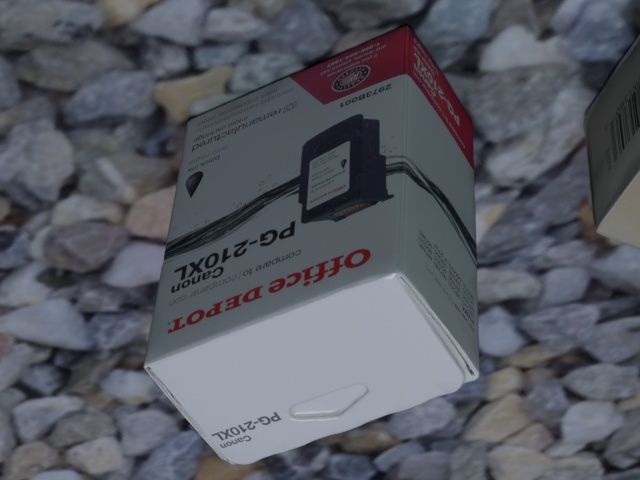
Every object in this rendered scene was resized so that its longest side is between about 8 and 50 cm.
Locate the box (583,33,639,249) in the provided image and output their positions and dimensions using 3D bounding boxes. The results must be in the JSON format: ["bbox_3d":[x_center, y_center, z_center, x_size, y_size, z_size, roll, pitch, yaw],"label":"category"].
[{"bbox_3d":[0.336,-0.038,1.094,0.311,0.121,0.148,19,130,-12],"label":"box"}]

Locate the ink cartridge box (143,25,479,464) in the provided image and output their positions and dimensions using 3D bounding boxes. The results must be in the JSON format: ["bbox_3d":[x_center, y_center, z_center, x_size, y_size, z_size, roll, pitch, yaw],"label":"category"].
[{"bbox_3d":[0.000,0.000,1.075,0.172,0.237,0.100,-22,127,22],"label":"ink cartridge box"}]
